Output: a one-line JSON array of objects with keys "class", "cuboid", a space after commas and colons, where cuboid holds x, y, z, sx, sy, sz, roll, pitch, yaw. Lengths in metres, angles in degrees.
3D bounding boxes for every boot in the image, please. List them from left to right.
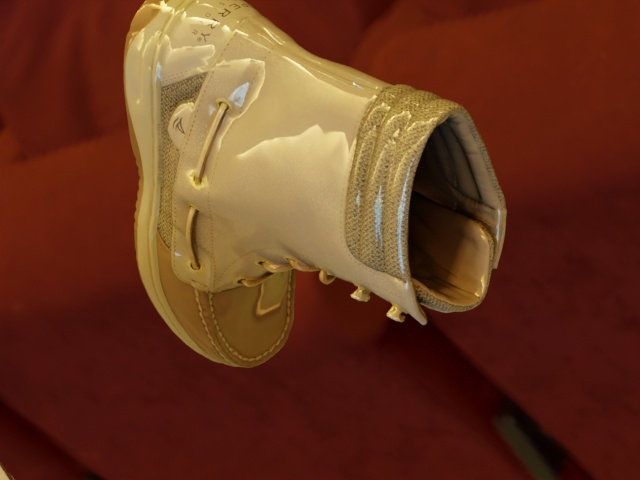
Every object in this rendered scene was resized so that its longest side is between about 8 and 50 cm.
[{"class": "boot", "cuboid": [0.000, 0.000, 0.856, 0.165, 0.213, 0.077, 27, 51, 30]}]

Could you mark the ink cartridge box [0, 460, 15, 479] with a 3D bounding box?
[{"class": "ink cartridge box", "cuboid": [-0.053, 0.249, 0.819, 0.065, 0.332, 0.165, -36, 28, -11]}]
